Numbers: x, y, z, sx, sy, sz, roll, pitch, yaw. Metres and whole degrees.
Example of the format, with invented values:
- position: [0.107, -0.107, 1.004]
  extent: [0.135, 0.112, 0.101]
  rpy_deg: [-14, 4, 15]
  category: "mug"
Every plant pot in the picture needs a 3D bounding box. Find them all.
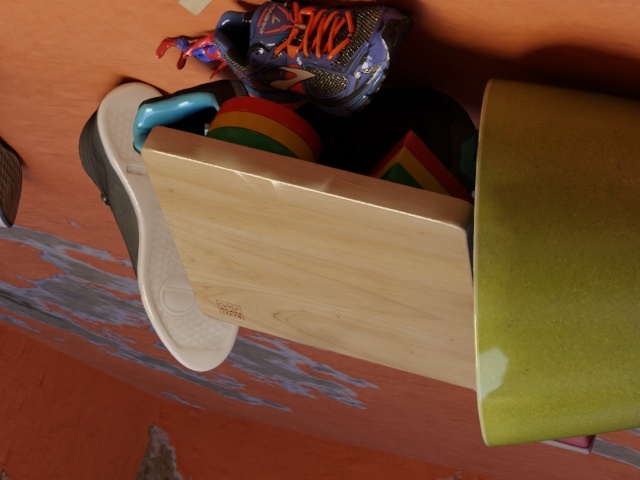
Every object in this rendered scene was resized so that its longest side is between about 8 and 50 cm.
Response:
- position: [0.270, 0.017, 1.447]
  extent: [0.293, 0.275, 0.275]
  rpy_deg: [0, 165, 9]
  category: "plant pot"

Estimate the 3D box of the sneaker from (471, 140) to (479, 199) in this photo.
- position: [0.109, -0.051, 1.714]
  extent: [0.225, 0.088, 0.092]
  rpy_deg: [6, 161, 46]
  category: "sneaker"

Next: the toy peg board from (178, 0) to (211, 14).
- position: [-0.035, -0.220, 1.045]
  extent: [0.079, 0.161, 0.161]
  rpy_deg: [37, 165, -8]
  category: "toy peg board"

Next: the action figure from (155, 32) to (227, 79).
- position: [-0.098, -0.161, 1.695]
  extent: [0.038, 0.030, 0.115]
  rpy_deg: [32, 161, -31]
  category: "action figure"

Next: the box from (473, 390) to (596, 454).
- position: [0.254, 0.134, 2.169]
  extent: [0.126, 0.149, 0.232]
  rpy_deg: [15, 168, 14]
  category: "box"

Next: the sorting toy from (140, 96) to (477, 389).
- position: [0.016, -0.008, 1.547]
  extent: [0.257, 0.089, 0.255]
  rpy_deg: [15, 152, 17]
  category: "sorting toy"

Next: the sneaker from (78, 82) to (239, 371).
- position: [-0.160, -0.017, 1.987]
  extent: [0.104, 0.296, 0.147]
  rpy_deg: [-20, -171, -13]
  category: "sneaker"

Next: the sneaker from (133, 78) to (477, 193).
- position: [-0.017, -0.071, 1.651]
  extent: [0.139, 0.125, 0.341]
  rpy_deg: [0, -176, -44]
  category: "sneaker"

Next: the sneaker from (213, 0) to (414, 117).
- position: [-0.013, -0.146, 1.509]
  extent: [0.087, 0.083, 0.221]
  rpy_deg: [35, 158, -28]
  category: "sneaker"

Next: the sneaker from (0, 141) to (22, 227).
- position: [-0.461, -0.090, 2.402]
  extent: [0.163, 0.086, 0.226]
  rpy_deg: [5, 156, 12]
  category: "sneaker"
